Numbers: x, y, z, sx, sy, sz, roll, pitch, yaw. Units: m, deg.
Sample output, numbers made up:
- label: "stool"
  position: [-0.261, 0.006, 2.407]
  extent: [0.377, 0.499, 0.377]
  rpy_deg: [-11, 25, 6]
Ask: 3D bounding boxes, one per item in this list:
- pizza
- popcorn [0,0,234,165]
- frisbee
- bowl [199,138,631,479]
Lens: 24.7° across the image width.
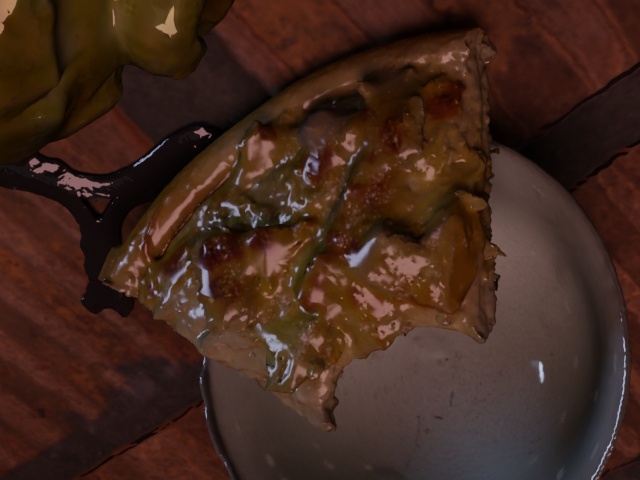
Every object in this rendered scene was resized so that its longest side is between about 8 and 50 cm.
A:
- label: "pizza"
  position: [0.000, 0.000, 0.974]
  extent: [0.323, 0.223, 0.089]
  rpy_deg: [-32, 159, 17]
- label: "popcorn"
  position: [-0.173, -0.168, 0.849]
  extent: [0.276, 0.276, 0.225]
  rpy_deg: [-21, 88, 17]
- label: "frisbee"
  position: [-0.160, -0.014, 1.090]
  extent: [0.211, 0.012, 0.187]
  rpy_deg: [-2, 127, 2]
- label: "bowl"
  position: [0.081, 0.083, 1.050]
  extent: [0.313, 0.313, 0.146]
  rpy_deg: [-23, 166, 18]
